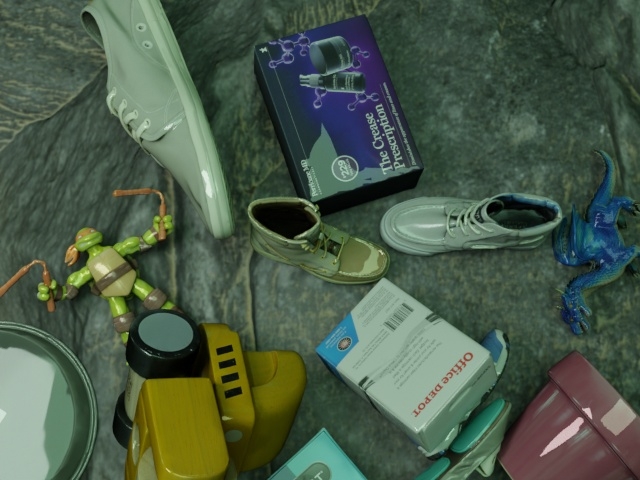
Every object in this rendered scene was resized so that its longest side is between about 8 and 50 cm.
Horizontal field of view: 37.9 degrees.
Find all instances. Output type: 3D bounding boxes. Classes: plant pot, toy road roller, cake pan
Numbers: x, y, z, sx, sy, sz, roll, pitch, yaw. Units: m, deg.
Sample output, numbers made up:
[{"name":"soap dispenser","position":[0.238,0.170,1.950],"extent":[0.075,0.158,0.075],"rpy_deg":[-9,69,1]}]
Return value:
[{"name":"plant pot","position":[0.344,0.281,1.272],"extent":[0.180,0.201,0.201],"rpy_deg":[-40,81,5]},{"name":"toy road roller","position":[-0.130,0.249,1.199],"extent":[0.240,0.203,0.330],"rpy_deg":[3,38,-19]},{"name":"cake pan","position":[-0.461,0.252,1.292],"extent":[0.293,0.054,0.293],"rpy_deg":[1,75,-4]}]

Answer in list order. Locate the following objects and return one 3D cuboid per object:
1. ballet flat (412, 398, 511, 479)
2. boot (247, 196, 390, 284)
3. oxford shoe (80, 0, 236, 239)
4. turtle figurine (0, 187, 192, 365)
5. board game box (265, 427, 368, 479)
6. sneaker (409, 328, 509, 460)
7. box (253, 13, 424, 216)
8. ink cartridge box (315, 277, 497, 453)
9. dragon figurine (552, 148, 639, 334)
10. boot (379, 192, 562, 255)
[{"name":"ballet flat","position":[0.191,0.305,1.253],"extent":[0.213,0.072,0.068],"rpy_deg":[-42,96,-9]},{"name":"boot","position":[0.000,0.000,1.326],"extent":[0.213,0.165,0.077],"rpy_deg":[15,76,2]},{"name":"oxford shoe","position":[-0.237,-0.187,1.364],"extent":[0.130,0.169,0.450],"rpy_deg":[-22,71,-12]},{"name":"turtle figurine","position":[-0.300,0.067,1.333],"extent":[0.269,0.087,0.217],"rpy_deg":[-34,87,-20]},{"name":"board game box","position":[0.018,0.465,1.252],"extent":[0.253,0.079,0.336],"rpy_deg":[-40,81,-12]},{"name":"sneaker","position":[0.194,0.207,1.329],"extent":[0.081,0.080,0.211],"rpy_deg":[37,76,5]},{"name":"box","position":[0.023,-0.185,1.412],"extent":[0.184,0.103,0.261],"rpy_deg":[-19,77,-5]},{"name":"ink cartridge box","position":[0.119,0.170,1.289],"extent":[0.148,0.086,0.203],"rpy_deg":[-45,55,-13]},{"name":"dragon figurine","position":[0.400,-0.008,1.394],"extent":[0.143,0.085,0.289],"rpy_deg":[-5,77,-5]},{"name":"boot","position":[0.220,-0.035,1.370],"extent":[0.258,0.123,0.095],"rpy_deg":[-2,75,-4]}]
